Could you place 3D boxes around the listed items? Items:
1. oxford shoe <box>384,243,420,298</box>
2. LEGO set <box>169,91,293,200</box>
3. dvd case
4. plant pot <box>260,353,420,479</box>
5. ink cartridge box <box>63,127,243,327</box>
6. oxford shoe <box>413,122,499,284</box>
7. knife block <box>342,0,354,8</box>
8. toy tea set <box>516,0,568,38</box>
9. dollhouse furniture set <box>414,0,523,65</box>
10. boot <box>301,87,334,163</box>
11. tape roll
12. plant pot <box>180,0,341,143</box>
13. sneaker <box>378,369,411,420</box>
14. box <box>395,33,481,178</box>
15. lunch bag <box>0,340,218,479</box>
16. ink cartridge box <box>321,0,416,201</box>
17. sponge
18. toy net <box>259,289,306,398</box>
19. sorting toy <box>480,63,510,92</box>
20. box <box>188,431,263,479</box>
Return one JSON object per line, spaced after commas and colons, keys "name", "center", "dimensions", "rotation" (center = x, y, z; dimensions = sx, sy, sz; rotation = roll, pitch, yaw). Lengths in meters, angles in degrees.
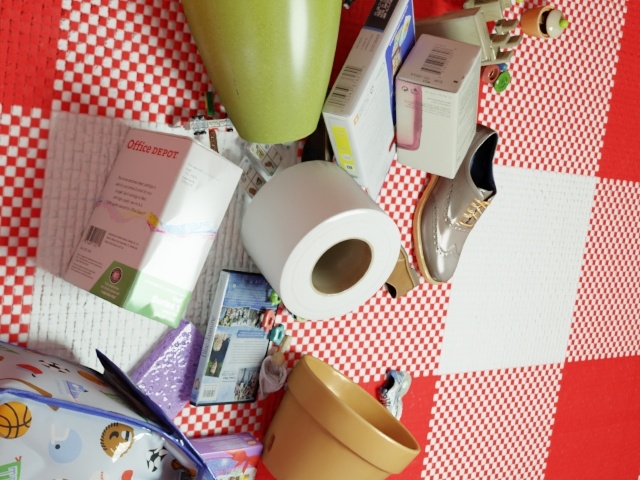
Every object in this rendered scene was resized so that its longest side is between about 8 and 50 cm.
{"name": "oxford shoe", "center": [0.137, 0.041, 1.938], "dimensions": [0.076, 0.076, 0.212], "rotation": [-39, 123, -14]}
{"name": "LEGO set", "center": [-0.154, -0.211, 1.661], "dimensions": [0.244, 0.060, 0.182], "rotation": [51, 56, -37]}
{"name": "dvd case", "center": [-0.152, 0.183, 1.730], "dimensions": [0.180, 0.022, 0.253], "rotation": [11, 93, -57]}
{"name": "plant pot", "center": [0.018, 0.388, 1.805], "dimensions": [0.203, 0.291, 0.291], "rotation": [-51, 130, 4]}
{"name": "ink cartridge box", "center": [-0.269, -0.026, 1.489], "dimensions": [0.117, 0.201, 0.278], "rotation": [28, 82, -41]}
{"name": "oxford shoe", "center": [0.296, -0.075, 1.999], "dimensions": [0.130, 0.133, 0.363], "rotation": [3, 99, -41]}
{"name": "knife block", "center": [0.075, -0.543, 1.747], "dimensions": [0.275, 0.242, 0.088], "rotation": [-90, 155, -52]}
{"name": "toy tea set", "center": [0.489, -0.606, 2.038], "dimensions": [0.200, 0.124, 0.336], "rotation": [-48, 126, -21]}
{"name": "dollhouse furniture set", "center": [0.293, -0.460, 1.932], "dimensions": [0.242, 0.161, 0.212], "rotation": [-54, 132, -45]}
{"name": "boot", "center": [0.025, -0.185, 1.779], "dimensions": [0.106, 0.082, 0.219], "rotation": [-10, 105, -36]}
{"name": "tape roll", "center": [0.000, 0.000, 1.690], "dimensions": [0.246, 0.169, 0.246], "rotation": [-18, 133, -21]}
{"name": "plant pot", "center": [-0.088, -0.319, 1.531], "dimensions": [0.275, 0.275, 0.293], "rotation": [-25, 123, -34]}
{"name": "sneaker", "center": [0.149, 0.346, 2.042], "dimensions": [0.058, 0.052, 0.135], "rotation": [23, 78, -31]}
{"name": "box", "center": [0.230, -0.262, 1.829], "dimensions": [0.232, 0.127, 0.148], "rotation": [84, 29, -50]}
{"name": "lunch bag", "center": [-0.368, 0.293, 1.383], "dimensions": [0.385, 0.328, 0.239], "rotation": [23, 88, -33]}
{"name": "ink cartridge box", "center": [0.107, -0.270, 1.768], "dimensions": [0.307, 0.072, 0.303], "rotation": [75, 35, -61]}
{"name": "sponge", "center": [-0.277, 0.255, 1.665], "dimensions": [0.210, 0.031, 0.117], "rotation": [-50, 128, -21]}
{"name": "toy net", "center": [-0.075, 0.198, 1.788], "dimensions": [0.122, 0.045, 0.232], "rotation": [8, 96, -64]}
{"name": "sorting toy", "center": [0.384, -0.372, 2.069], "dimensions": [0.102, 0.042, 0.061], "rotation": [22, 102, -53]}
{"name": "box", "center": [-0.256, 0.465, 1.700], "dimensions": [0.293, 0.057, 0.201], "rotation": [3, 108, -41]}
